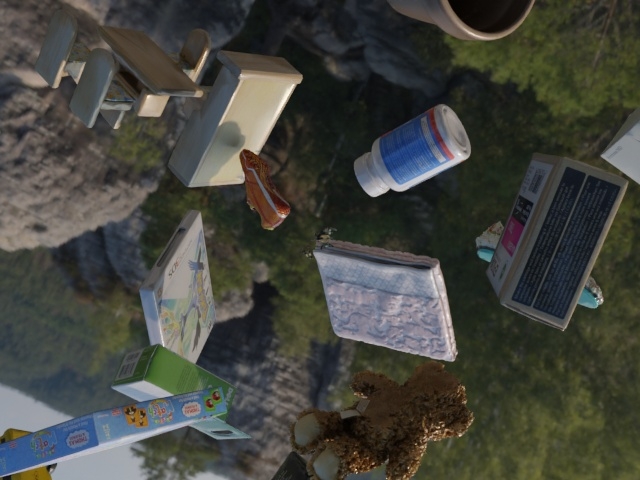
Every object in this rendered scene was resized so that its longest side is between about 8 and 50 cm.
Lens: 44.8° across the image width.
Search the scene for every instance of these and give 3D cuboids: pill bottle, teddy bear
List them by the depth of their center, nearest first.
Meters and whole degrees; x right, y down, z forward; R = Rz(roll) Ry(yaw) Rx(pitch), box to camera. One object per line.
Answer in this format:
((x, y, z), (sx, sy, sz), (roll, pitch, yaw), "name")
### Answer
((0.109, 0.345, 1.426), (0.245, 0.338, 0.113), (25, 133, 43), "teddy bear")
((0.182, -0.175, 1.583), (0.221, 0.124, 0.124), (-26, 139, 28), "pill bottle")

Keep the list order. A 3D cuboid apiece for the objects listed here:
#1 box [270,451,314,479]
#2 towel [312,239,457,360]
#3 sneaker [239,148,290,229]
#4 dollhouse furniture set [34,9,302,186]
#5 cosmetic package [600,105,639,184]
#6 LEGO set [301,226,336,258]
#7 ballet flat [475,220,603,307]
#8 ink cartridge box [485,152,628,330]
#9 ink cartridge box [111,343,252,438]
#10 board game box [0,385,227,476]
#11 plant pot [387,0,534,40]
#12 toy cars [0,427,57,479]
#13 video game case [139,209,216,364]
((0.042, 0.594, 1.395), (0.293, 0.212, 0.395), (39, 172, -13), "box")
((0.152, 0.147, 1.867), (0.332, 0.053, 0.317), (10, 134, 31), "towel")
((-0.117, -0.096, 1.414), (0.064, 0.175, 0.067), (14, 132, -46), "sneaker")
((-0.268, -0.328, 1.509), (0.394, 0.256, 0.362), (46, -150, 23), "dollhouse furniture set")
((0.657, -0.118, 1.313), (0.309, 0.113, 0.160), (37, 165, 7), "cosmetic package")
((-0.002, -0.001, 1.540), (0.054, 0.083, 0.023), (58, -172, -40), "LEGO set")
((0.393, 0.033, 1.371), (0.241, 0.077, 0.091), (26, 160, 14), "ballet flat")
((0.296, -0.010, 1.009), (0.088, 0.193, 0.235), (22, -171, 4), "ink cartridge box")
((-0.205, 0.239, 1.207), (0.209, 0.062, 0.109), (35, 146, -27), "ink cartridge box")
((-0.233, 0.215, 0.885), (0.160, 0.039, 0.211), (-22, 166, 27), "board game box")
((0.237, -0.502, 1.439), (0.263, 0.263, 0.229), (32, 173, -34), "plant pot")
((-0.487, 0.288, 1.098), (0.394, 0.087, 0.176), (62, -172, -15), "toy cars")
((-0.310, 0.146, 1.743), (0.036, 0.300, 0.329), (5, 126, 10), "video game case")
